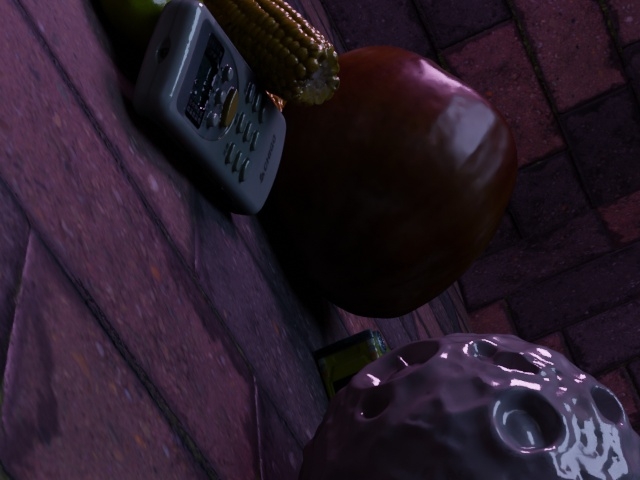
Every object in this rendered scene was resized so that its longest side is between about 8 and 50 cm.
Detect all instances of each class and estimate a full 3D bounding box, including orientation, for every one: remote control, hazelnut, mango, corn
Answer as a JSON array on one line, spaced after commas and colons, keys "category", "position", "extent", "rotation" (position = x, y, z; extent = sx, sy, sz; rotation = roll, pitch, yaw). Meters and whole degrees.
[{"category": "remote control", "position": [-0.111, -0.132, 1.414], "extent": [0.296, 0.056, 0.140], "rotation": [51, 54, -62]}, {"category": "hazelnut", "position": [0.093, -0.082, 1.773], "extent": [0.366, 0.365, 0.366], "rotation": [-24, 90, -81]}, {"category": "mango", "position": [-0.181, -0.245, 1.391], "extent": [0.163, 0.089, 0.117], "rotation": [-25, 100, -69]}, {"category": "corn", "position": [-0.091, -0.255, 1.545], "extent": [0.318, 0.115, 0.115], "rotation": [36, -14, 41]}]

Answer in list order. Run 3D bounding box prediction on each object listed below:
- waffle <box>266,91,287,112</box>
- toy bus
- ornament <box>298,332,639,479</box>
[{"category": "waffle", "position": [-0.099, -0.228, 1.869], "extent": [0.219, 0.057, 0.229], "rotation": [49, 19, -61]}, {"category": "toy bus", "position": [0.066, 0.188, 1.682], "extent": [0.175, 0.088, 0.101], "rotation": [45, 24, -59]}, {"category": "ornament", "position": [0.138, 0.239, 1.194], "extent": [0.337, 0.337, 0.337], "rotation": [-24, 90, -81]}]
